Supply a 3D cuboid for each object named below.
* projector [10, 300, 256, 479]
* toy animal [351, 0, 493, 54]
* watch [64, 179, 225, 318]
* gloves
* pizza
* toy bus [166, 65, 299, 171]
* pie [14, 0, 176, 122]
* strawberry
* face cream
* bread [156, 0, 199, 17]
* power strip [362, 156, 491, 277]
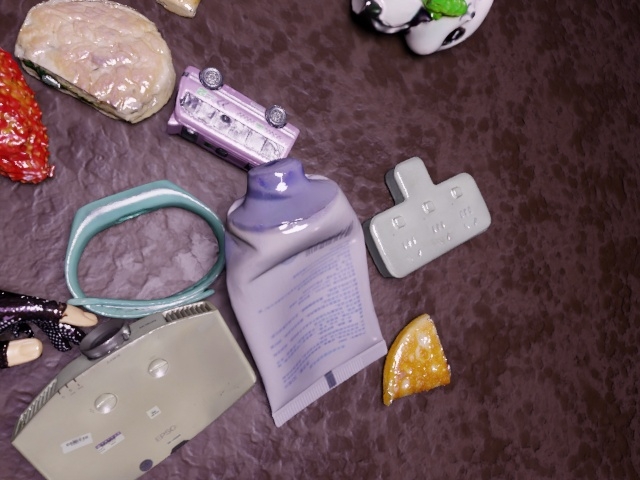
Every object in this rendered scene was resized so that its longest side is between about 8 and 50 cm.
[{"bbox_3d":[-0.242,0.197,0.558,0.269,0.088,0.194,-32,116,-22],"label":"projector"},{"bbox_3d":[0.200,-0.476,0.790,0.266,0.212,0.213,15,77,-11],"label":"toy animal"},{"bbox_3d":[-0.260,0.019,0.619,0.237,0.068,0.195,-24,93,-26],"label":"watch"},{"bbox_3d":[-0.383,0.103,0.522,0.180,0.129,0.107,-13,84,-22],"label":"gloves"},{"bbox_3d":[0.182,0.224,0.764,0.130,0.041,0.178,22,75,-14],"label":"pizza"},{"bbox_3d":[-0.144,-0.185,0.675,0.198,0.096,0.108,27,78,-18],"label":"toy bus"},{"bbox_3d":[-0.331,-0.291,0.642,0.218,0.052,0.185,30,74,-12],"label":"pie"},{"bbox_3d":[-0.473,-0.172,0.545,0.174,0.098,0.228,-27,91,-21],"label":"strawberry"},{"bbox_3d":[-0.014,0.082,0.606,0.234,0.137,0.421,-28,124,-23],"label":"face cream"},{"bbox_3d":[-0.235,-0.430,0.710,0.070,0.035,0.083,20,82,-17],"label":"bread"},{"bbox_3d":[0.195,-0.061,0.803,0.264,0.059,0.194,-26,92,-21],"label":"power strip"}]
